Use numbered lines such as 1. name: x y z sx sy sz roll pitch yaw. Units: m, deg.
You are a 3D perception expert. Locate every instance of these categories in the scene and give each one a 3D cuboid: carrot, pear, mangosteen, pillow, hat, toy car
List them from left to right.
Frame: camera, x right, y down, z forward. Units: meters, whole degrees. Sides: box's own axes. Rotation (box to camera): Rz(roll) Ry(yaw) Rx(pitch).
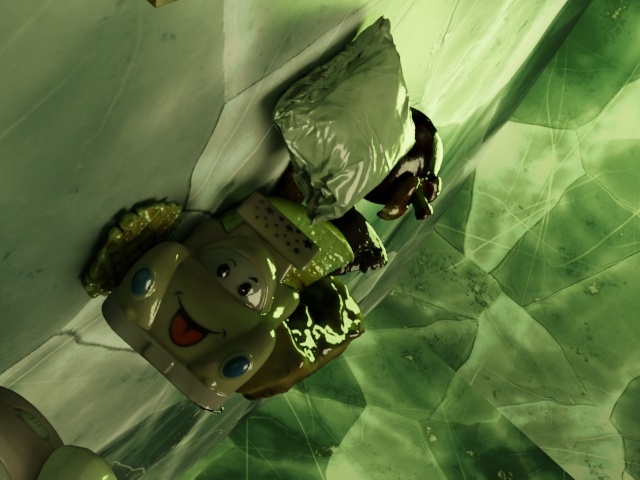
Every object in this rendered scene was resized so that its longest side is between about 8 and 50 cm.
1. toy car: -0.151 0.079 1.152 0.226 0.242 0.336 -47 -178 17
2. pear: -0.115 0.000 1.396 0.288 0.139 0.239 -30 131 14
3. carrot: -0.035 -0.133 1.428 0.069 0.069 0.228 -27 155 -55
4. hat: -0.020 -0.021 1.631 0.336 0.209 0.238 -8 -176 44
5. pillow: 0.048 -0.204 1.262 0.310 0.138 0.283 -44 139 -27
6. mangosteen: 0.164 -0.158 1.530 0.228 0.265 0.228 -23 159 -9

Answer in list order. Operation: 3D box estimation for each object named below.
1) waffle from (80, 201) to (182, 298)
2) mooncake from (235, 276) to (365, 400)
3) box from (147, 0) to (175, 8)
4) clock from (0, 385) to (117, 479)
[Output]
1. waffle: -0.287 0.014 1.114 0.183 0.036 0.169 -54 166 24
2. mooncake: -0.071 0.215 1.757 0.394 0.246 0.393 -28 175 -21
3. box: -0.149 -0.265 0.685 0.079 0.083 0.035 -36 161 -38
4. clock: -0.454 0.347 0.919 0.342 0.326 0.184 -51 167 9
